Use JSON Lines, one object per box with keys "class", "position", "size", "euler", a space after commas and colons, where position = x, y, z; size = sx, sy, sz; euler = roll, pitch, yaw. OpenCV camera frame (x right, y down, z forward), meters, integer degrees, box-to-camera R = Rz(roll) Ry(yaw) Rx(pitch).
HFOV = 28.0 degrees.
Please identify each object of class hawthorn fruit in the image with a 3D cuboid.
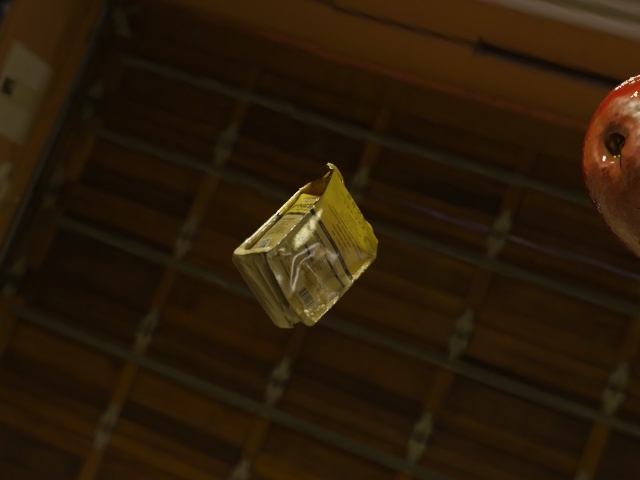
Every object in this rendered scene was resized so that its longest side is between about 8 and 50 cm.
{"class": "hawthorn fruit", "position": [0.479, -0.091, 1.692], "size": [0.284, 0.284, 0.284], "euler": [21, -9, 4]}

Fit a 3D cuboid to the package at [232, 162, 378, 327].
{"class": "package", "position": [0.000, 0.000, 0.936], "size": [0.047, 0.131, 0.071], "euler": [-11, -64, 48]}
